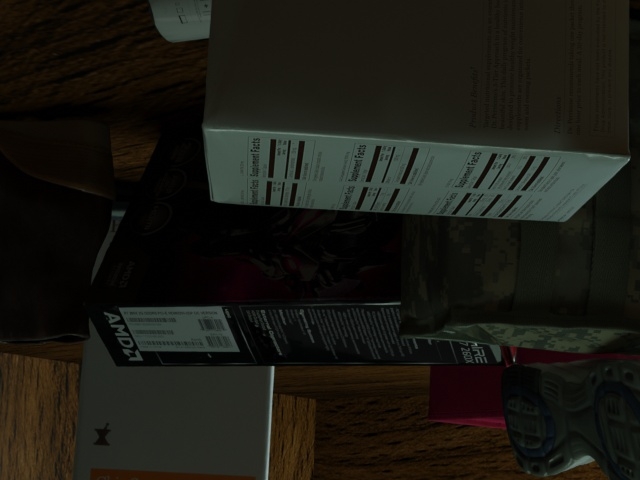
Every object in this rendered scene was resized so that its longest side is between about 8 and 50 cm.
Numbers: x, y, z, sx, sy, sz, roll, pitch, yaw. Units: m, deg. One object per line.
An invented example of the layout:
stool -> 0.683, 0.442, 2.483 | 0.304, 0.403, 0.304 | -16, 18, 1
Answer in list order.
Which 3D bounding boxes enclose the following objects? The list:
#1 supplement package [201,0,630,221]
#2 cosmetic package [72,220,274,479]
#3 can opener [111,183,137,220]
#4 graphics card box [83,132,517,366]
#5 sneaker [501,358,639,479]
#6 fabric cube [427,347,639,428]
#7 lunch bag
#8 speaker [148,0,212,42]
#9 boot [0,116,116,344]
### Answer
supplement package -> 0.046, -0.122, 0.737 | 0.203, 0.194, 0.149 | 4, 168, -3
cosmetic package -> -0.171, 0.197, 1.678 | 0.230, 0.453, 0.161 | 3, 168, -4
can opener -> -0.203, -0.042, 1.549 | 0.186, 0.073, 0.059 | 5, -153, 1
graphics card box -> 0.000, 0.000, 1.242 | 0.370, 0.233, 0.094 | -2, 135, 22
sneaker -> 0.245, 0.125, 1.025 | 0.129, 0.111, 0.297 | -10, -174, -19
fabric cube -> 0.282, 0.061, 1.418 | 0.254, 0.258, 0.259 | 11, 166, -39
lunch bag -> 0.212, -0.034, 1.026 | 0.287, 0.235, 0.169 | 4, 171, -12
speaker -> -0.040, -0.162, 0.905 | 0.136, 0.055, 0.055 | -3, 167, 24
boot -> -0.295, -0.008, 1.313 | 0.248, 0.207, 0.090 | -1, 169, 38
